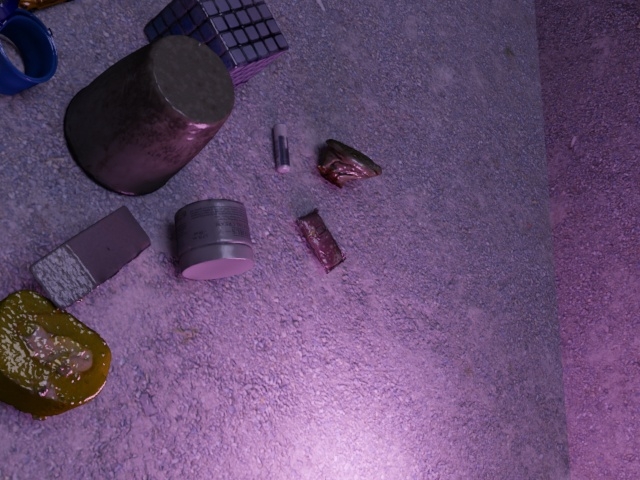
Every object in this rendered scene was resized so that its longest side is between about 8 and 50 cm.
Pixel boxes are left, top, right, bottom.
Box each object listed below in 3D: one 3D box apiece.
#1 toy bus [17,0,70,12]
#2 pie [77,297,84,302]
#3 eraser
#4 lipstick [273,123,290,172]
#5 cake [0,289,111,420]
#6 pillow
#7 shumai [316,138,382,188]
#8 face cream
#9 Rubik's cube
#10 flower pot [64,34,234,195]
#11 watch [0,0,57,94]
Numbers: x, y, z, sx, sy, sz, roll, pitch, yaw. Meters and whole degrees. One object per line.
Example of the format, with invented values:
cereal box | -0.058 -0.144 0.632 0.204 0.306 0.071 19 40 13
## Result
toy bus | -0.634 -0.594 1.724 0.194 0.088 0.083 -42 104 -45
pie | -0.532 0.094 1.579 0.084 0.020 0.084 19 61 -38
eraser | -0.467 0.029 1.550 0.111 0.077 0.352 55 16 -9
lipstick | -0.110 -0.263 2.120 0.040 0.040 0.141 11 65 -41
cake | -0.537 0.228 1.419 0.260 0.156 0.179 42 47 -25
pillow | 0.000 0.000 2.114 0.118 0.043 0.185 -36 102 -52
shumai | 0.078 -0.214 2.226 0.201 0.120 0.201 28 12 -7
face cream | -0.254 -0.002 1.772 0.177 0.177 0.153 4 69 -43
Rubik's cube | -0.269 -0.527 1.938 0.238 0.237 0.237 -34 96 -47
flower pot | -0.374 -0.291 1.673 0.293 0.330 0.294 18 61 -36
watch | -0.666 -0.419 1.584 0.200 0.171 0.196 58 41 -30
